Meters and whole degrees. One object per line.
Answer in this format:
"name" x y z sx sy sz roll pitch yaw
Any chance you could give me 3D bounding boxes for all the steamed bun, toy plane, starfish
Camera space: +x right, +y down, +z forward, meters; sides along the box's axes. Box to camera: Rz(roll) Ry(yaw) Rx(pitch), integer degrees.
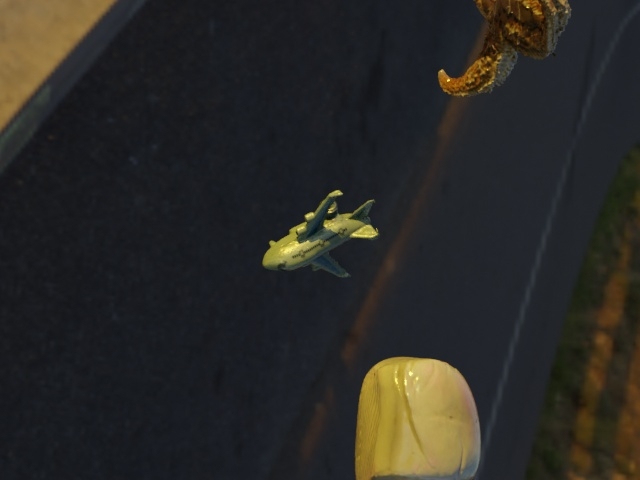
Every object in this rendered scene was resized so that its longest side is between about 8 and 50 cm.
"steamed bun" 0.123 0.228 1.449 0.238 0.153 0.170 115 -23 -73
"toy plane" -0.001 -0.002 0.794 0.080 0.083 0.033 84 -18 -49
"starfish" 0.194 -0.230 1.206 0.238 0.071 0.216 -53 -165 29
